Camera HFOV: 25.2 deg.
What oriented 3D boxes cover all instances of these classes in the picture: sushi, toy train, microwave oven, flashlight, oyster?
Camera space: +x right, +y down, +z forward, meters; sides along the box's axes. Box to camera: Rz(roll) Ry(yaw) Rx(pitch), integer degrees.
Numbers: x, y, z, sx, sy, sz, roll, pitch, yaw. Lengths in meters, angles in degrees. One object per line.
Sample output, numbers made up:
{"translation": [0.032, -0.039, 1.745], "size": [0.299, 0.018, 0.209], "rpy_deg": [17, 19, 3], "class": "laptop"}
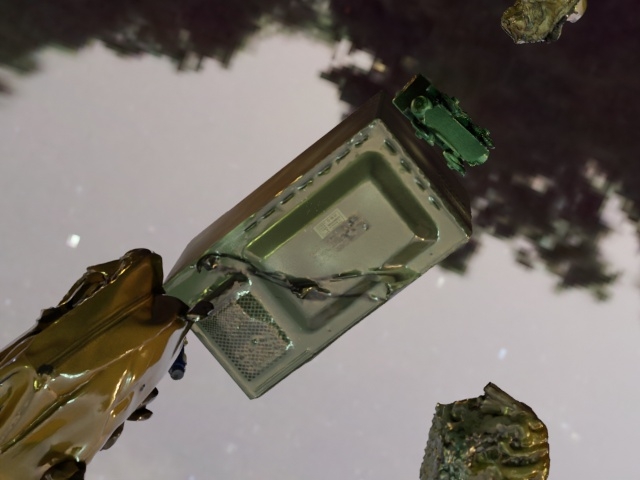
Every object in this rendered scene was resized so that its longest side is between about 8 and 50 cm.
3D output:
{"translation": [0.248, 0.335, 2.178], "size": [0.184, 0.274, 0.139], "rpy_deg": [7, -172, -11], "class": "sushi"}
{"translation": [0.157, -0.151, 1.837], "size": [0.172, 0.070, 0.099], "rpy_deg": [35, -166, -50], "class": "toy train"}
{"translation": [0.000, 0.000, 2.263], "size": [0.236, 0.432, 0.374], "rpy_deg": [50, -167, -7], "class": "microwave oven"}
{"translation": [-0.214, 0.164, 2.135], "size": [0.057, 0.035, 0.121], "rpy_deg": [50, -167, -29], "class": "flashlight"}
{"translation": [0.354, -0.369, 2.000], "size": [0.092, 0.260, 0.198], "rpy_deg": [38, -137, 0], "class": "oyster"}

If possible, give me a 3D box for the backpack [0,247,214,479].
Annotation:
{"translation": [-0.312, 0.179, 1.821], "size": [0.201, 0.378, 0.353], "rpy_deg": [45, -169, -3], "class": "backpack"}
